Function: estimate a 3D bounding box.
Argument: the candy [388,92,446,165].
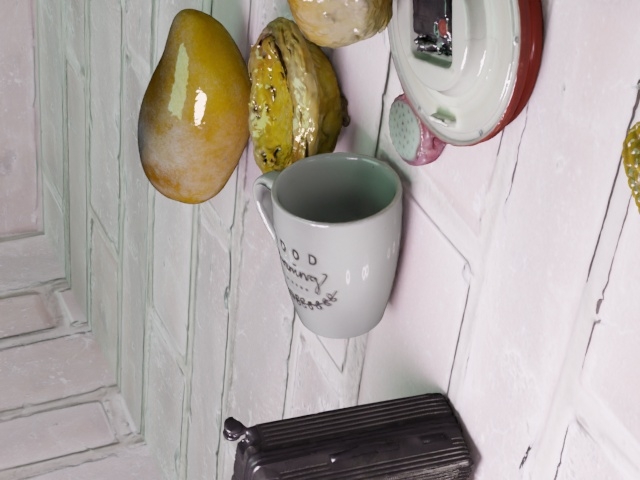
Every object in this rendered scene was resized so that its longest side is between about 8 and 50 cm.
[{"bbox_3d":[0.131,-0.152,1.807,0.103,0.043,0.103,40,137,52],"label":"candy"}]

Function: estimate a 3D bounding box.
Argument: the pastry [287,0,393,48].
[{"bbox_3d":[0.001,-0.395,1.634,0.329,0.136,0.329,-11,-90,-80],"label":"pastry"}]

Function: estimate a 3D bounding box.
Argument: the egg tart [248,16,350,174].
[{"bbox_3d":[-0.032,-0.204,2.090,0.291,0.107,0.291,173,90,-71],"label":"egg tart"}]

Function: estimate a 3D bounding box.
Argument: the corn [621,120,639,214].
[{"bbox_3d":[0.369,0.005,1.262,0.310,0.101,0.101,71,156,16],"label":"corn"}]

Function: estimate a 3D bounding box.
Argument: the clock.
[{"bbox_3d":[0.161,-0.273,1.638,0.318,0.080,0.318,169,90,-68],"label":"clock"}]

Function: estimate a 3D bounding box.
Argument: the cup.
[{"bbox_3d":[0.000,0.000,1.973,0.258,0.186,0.234,30,137,34],"label":"cup"}]

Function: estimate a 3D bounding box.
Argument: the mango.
[{"bbox_3d":[-0.223,-0.236,2.384,0.221,0.199,0.384,-126,35,-48],"label":"mango"}]

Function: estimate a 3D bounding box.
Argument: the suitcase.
[{"bbox_3d":[0.030,0.348,1.893,0.229,0.335,0.152,103,152,-44],"label":"suitcase"}]
